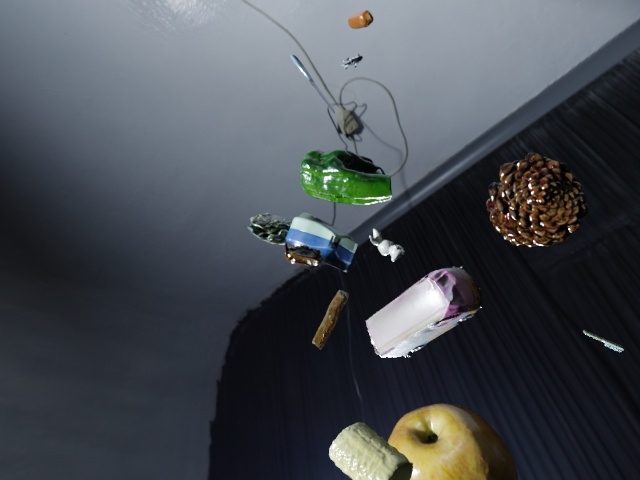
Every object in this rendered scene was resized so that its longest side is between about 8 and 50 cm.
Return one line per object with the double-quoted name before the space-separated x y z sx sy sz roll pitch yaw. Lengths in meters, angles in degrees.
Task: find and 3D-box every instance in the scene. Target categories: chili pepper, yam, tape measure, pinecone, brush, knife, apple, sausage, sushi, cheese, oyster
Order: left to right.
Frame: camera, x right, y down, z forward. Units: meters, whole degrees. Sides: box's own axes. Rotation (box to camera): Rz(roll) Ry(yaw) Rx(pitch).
"oyster" -0.187 -0.051 1.801 0.268 0.198 0.112 -3 112 -45
"sushi" -0.046 0.039 1.155 0.120 0.055 0.052 8 141 -18
"knife" -0.028 -0.559 1.485 0.019 0.313 0.044 -42 160 25
"tape measure" 0.002 0.000 1.658 0.138 0.262 0.259 -62 157 -2
"yam" 0.040 0.304 1.633 0.057 0.057 0.241 36 78 -39
"chili pepper" 0.096 -0.248 1.582 0.385 0.213 0.167 10 159 19
"sausage" 0.110 -0.603 1.144 0.041 0.131 0.039 -38 116 4
"cheese" 0.115 0.506 0.959 0.123 0.167 0.094 -22 118 -35
"apple" 0.384 0.692 1.280 0.391 0.391 0.346 -18 113 6
"pinecone" 0.504 -0.082 1.004 0.221 0.221 0.221 -7 137 -6
"brush" 0.627 0.224 0.932 0.084 0.016 0.013 25 115 13

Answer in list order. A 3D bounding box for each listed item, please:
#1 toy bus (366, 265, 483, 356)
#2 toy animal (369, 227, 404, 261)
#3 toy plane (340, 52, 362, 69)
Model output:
"toy bus" 0.315 0.235 1.321 0.162 0.171 0.386 -3 147 -41
"toy animal" 0.348 0.018 2.199 0.131 0.182 0.127 -41 144 -31
"toy plane" 0.111 -0.615 1.440 0.083 0.078 0.031 -35 138 -10
